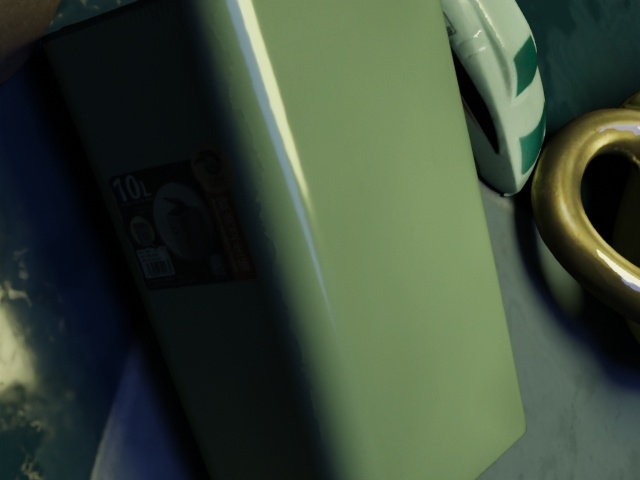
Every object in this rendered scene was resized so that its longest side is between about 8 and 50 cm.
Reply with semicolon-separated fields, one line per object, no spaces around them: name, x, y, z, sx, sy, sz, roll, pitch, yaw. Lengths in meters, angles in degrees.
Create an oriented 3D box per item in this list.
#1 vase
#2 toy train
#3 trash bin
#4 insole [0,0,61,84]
vase;0.339;-0.033;1.071;0.329;0.241;0.302;-2;70;-23
toy train;0.095;-0.206;0.933;0.407;0.088;0.086;55;49;-24
trash bin;0.000;0.000;0.737;0.223;0.158;0.343;-26;102;-48
insole;-0.142;-0.235;0.665;0.111;0.007;0.328;24;90;-46
